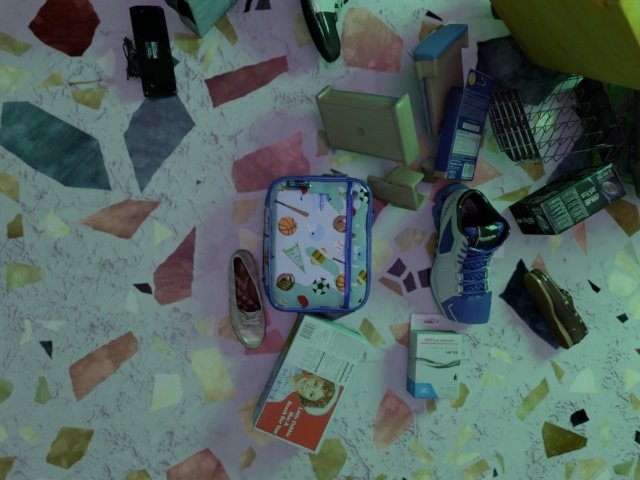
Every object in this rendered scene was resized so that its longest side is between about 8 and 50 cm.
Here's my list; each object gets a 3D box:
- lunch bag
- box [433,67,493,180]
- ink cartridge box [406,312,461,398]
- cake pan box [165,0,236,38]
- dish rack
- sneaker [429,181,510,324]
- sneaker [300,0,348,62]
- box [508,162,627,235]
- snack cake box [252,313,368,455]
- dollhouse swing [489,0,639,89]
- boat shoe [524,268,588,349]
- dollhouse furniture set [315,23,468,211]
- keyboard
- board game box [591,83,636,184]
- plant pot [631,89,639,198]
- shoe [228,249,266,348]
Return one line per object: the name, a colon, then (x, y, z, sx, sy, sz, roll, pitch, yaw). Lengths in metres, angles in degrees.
lunch bag: (0.000, 0.000, 1.108, 0.244, 0.115, 0.303, 2, 93, -8)
box: (0.307, -0.241, 1.110, 0.037, 0.137, 0.225, 20, 105, 37)
ink cartridge box: (0.254, 0.257, 1.166, 0.104, 0.060, 0.180, 2, 91, -6)
cake pan box: (-0.189, -0.539, 1.005, 0.070, 0.246, 0.267, 41, 89, -2)
dish rack: (0.509, -0.257, 1.145, 0.272, 0.074, 0.208, -9, 68, 0)
sneaker: (0.312, 0.028, 1.105, 0.128, 0.182, 0.315, -5, 92, -4)
sneaker: (0.021, -0.546, 1.087, 0.147, 0.122, 0.330, -14, 93, -4)
box: (0.536, -0.087, 1.142, 0.180, 0.147, 0.077, -30, 94, -5)
snack cake box: (-0.024, 0.300, 1.124, 0.152, 0.089, 0.264, 25, 89, -8)
dollhouse swing: (0.588, -0.481, 0.995, 0.315, 0.347, 0.305, 37, 99, -33)
boat shoe: (0.539, 0.146, 1.190, 0.073, 0.073, 0.206, -33, 102, -6)
dollhouse furniture set: (0.185, -0.282, 1.137, 0.303, 0.198, 0.286, -46, 137, -27)
keyboard: (-0.369, -0.397, 1.103, 0.100, 0.038, 0.191, -9, 92, -29)
board game box: (0.767, -0.286, 1.212, 0.214, 0.046, 0.317, 12, 91, -5)
plant pot: (0.784, -0.261, 1.061, 0.324, 0.323, 0.280, -9, 77, -6)
shoe: (-0.162, 0.129, 1.119, 0.077, 0.058, 0.218, -9, 93, -6)
